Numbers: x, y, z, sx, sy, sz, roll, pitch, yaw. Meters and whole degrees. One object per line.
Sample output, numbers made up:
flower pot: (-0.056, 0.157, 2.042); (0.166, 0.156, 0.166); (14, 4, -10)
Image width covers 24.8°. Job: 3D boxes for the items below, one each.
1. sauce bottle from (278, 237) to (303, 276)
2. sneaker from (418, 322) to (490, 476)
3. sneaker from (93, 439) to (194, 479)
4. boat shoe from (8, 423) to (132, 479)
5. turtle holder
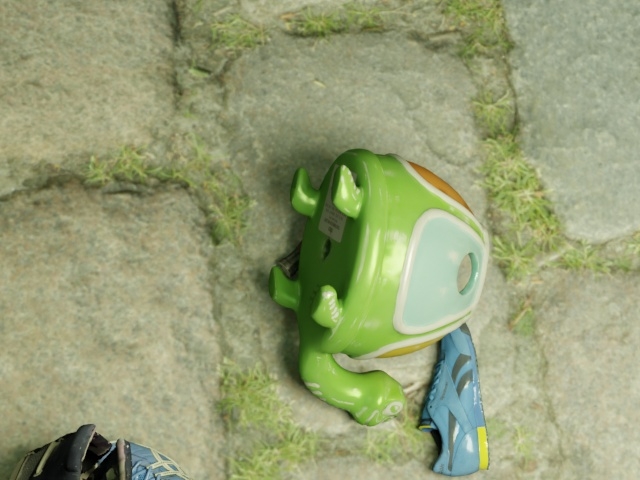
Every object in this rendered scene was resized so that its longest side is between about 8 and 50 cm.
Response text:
sauce bottle: (0.000, 0.000, 1.925); (0.128, 0.042, 0.042); (-36, 75, -16)
sneaker: (0.162, 0.195, 1.847); (0.082, 0.069, 0.209); (-5, 70, -1)
sneaker: (-0.187, 0.306, 1.779); (0.211, 0.081, 0.080); (29, 72, 9)
boat shoe: (-0.308, 0.364, 1.654); (0.127, 0.158, 0.340); (29, 46, -29)
turtle holder: (0.080, 0.054, 1.797); (0.227, 0.243, 0.320); (11, 68, -20)
